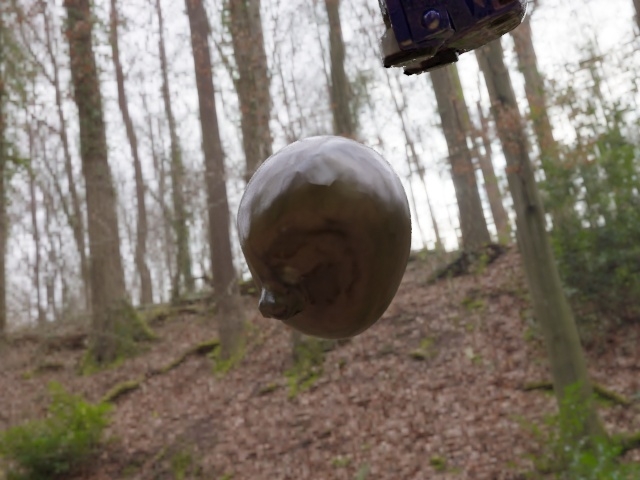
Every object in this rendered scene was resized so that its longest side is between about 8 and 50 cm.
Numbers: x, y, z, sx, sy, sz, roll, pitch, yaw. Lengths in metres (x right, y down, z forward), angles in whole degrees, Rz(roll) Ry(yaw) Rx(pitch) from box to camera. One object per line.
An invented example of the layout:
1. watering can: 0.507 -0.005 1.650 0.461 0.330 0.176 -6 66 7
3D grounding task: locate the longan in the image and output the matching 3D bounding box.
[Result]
1. longan: 0.000 0.000 1.418 0.243 0.300 0.300 -1 -12 44

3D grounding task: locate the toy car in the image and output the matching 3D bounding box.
1. toy car: 0.129 -0.276 1.043 0.157 0.172 0.235 -15 4 19
